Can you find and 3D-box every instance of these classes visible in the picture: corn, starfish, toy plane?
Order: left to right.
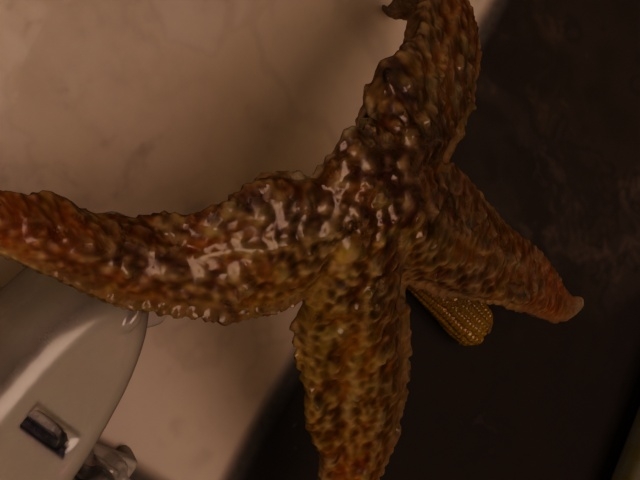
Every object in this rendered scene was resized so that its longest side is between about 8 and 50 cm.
[{"bbox_3d":[-0.179,0.086,0.955,0.245,0.117,0.244,-21,122,-39],"label":"toy plane"},{"bbox_3d":[0.011,0.000,1.000,0.398,0.132,0.383,-55,140,-34],"label":"starfish"},{"bbox_3d":[0.085,0.036,1.158,0.092,0.037,0.037,45,71,-23],"label":"corn"}]

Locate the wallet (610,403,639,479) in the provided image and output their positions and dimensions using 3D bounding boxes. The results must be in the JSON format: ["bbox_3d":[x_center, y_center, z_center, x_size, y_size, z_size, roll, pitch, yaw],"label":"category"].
[{"bbox_3d":[0.312,0.196,1.292,0.223,0.077,0.309,26,82,-28],"label":"wallet"}]
